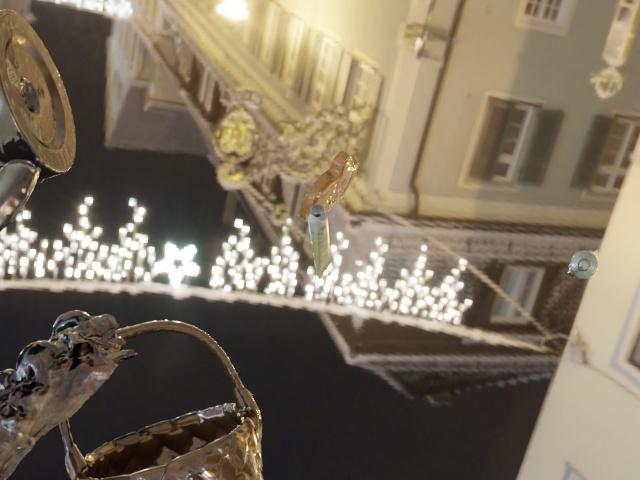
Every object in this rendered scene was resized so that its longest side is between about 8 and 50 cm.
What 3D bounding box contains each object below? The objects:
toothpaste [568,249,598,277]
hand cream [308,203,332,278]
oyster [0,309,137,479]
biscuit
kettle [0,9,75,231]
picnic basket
[{"bbox_3d":[0.390,0.034,1.351,0.038,0.060,0.233,46,-169,11],"label":"toothpaste"},{"bbox_3d":[0.000,0.000,1.069,0.022,0.102,0.035,17,-129,22],"label":"hand cream"},{"bbox_3d":[-0.421,0.217,1.235,0.361,0.096,0.221,-44,-162,-26],"label":"oyster"},{"bbox_3d":[0.018,-0.083,1.358,0.023,0.118,0.140,36,-138,13],"label":"biscuit"},{"bbox_3d":[-0.520,-0.116,1.216,0.324,0.321,0.228,-15,160,6],"label":"kettle"},{"bbox_3d":[-0.239,0.276,1.364,0.293,0.337,0.337,-17,-151,-13],"label":"picnic basket"}]
